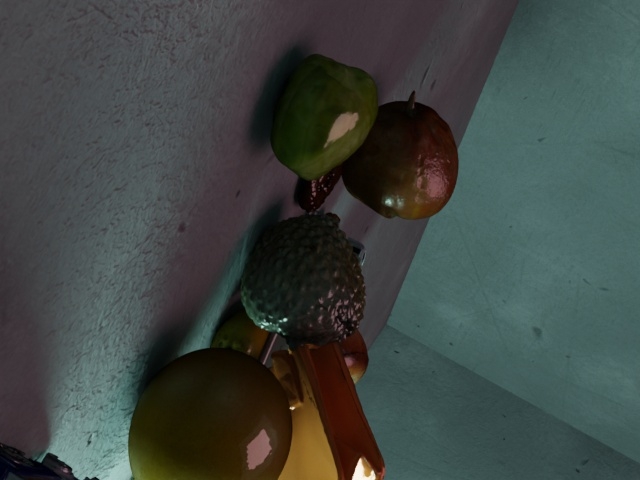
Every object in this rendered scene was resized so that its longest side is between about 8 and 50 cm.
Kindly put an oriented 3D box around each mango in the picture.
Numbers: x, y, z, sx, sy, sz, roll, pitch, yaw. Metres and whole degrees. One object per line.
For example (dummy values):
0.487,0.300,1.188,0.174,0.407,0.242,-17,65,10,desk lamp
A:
-0.165,0.209,1.741,0.195,0.098,0.137,-55,164,-56,mango

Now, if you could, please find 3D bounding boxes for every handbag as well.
-0.065,0.387,1.630,0.116,0.303,0.410,-5,158,-39,handbag

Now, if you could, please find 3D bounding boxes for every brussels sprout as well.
0.003,-0.197,1.375,0.223,0.161,0.223,21,90,-79,brussels sprout

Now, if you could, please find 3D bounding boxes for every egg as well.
-0.196,0.348,1.472,0.282,0.282,0.351,-43,162,-56,egg

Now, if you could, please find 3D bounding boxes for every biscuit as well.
0.010,-0.146,1.780,0.192,0.049,0.192,-61,171,-16,biscuit

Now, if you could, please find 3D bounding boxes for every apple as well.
-0.006,0.306,2.246,0.272,0.206,0.251,-2,144,-36,apple

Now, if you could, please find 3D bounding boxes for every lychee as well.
-0.027,0.084,1.644,0.255,0.255,0.274,43,64,-77,lychee

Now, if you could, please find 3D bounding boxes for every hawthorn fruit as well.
0.186,-0.205,1.900,0.277,0.277,0.298,-48,152,-47,hawthorn fruit

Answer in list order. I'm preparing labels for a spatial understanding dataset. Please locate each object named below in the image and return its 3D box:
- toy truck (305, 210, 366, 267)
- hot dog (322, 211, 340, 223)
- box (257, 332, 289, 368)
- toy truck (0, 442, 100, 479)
0.021,0.012,1.867,0.115,0.177,0.080,-54,166,-37,toy truck
0.002,0.001,2.024,0.099,0.065,0.147,-9,115,-74,hot dog
-0.128,0.271,1.874,0.103,0.055,0.244,9,105,-62,box
-0.369,0.366,1.108,0.124,0.155,0.268,-59,167,-14,toy truck
